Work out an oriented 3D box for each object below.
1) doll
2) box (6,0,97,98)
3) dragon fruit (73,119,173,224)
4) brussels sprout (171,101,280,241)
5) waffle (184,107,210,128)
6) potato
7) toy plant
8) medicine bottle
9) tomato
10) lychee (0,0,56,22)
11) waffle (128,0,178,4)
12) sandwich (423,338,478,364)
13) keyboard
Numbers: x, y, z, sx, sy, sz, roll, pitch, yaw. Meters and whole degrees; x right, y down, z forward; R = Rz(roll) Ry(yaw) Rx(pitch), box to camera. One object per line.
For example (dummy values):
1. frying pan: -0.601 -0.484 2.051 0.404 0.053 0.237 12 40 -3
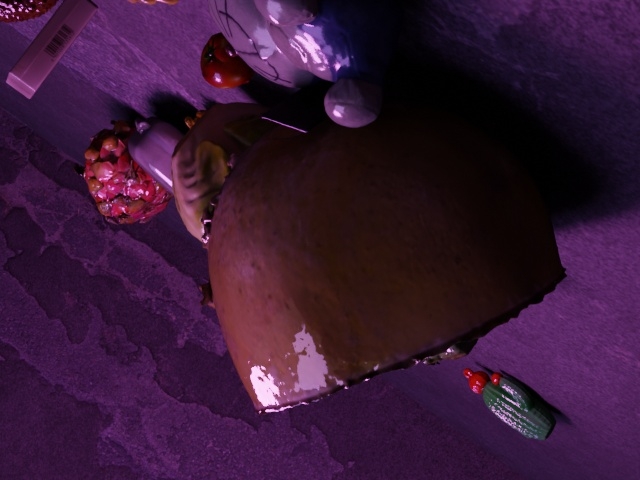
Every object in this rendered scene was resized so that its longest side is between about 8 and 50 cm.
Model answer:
1. doll: -0.027 -0.235 0.946 0.258 0.154 0.228 19 157 53
2. box: -0.509 -0.369 1.684 0.058 0.201 0.141 36 170 -19
3. dragon fruit: -0.490 -0.183 2.264 0.269 0.250 0.291 53 178 14
4. brussels sprout: -0.105 -0.094 1.457 0.294 0.259 0.227 37 174 -3
5. waffle: -0.169 -0.184 1.758 0.193 0.070 0.197 31 169 24
6. potato: 0.054 -0.015 1.108 0.442 0.385 0.319 -23 94 30
7. toy plant: 0.453 0.381 2.124 0.240 0.088 0.154 46 157 5
8. medicine bottle: -0.306 -0.162 1.984 0.282 0.123 0.375 39 177 -18
9. tomato: -0.136 -0.265 1.321 0.075 0.087 0.087 10 -174 -37
10. lychee: -0.494 -0.441 1.418 0.194 0.194 0.194 35 168 8
11. waffle: -0.265 -0.380 0.999 0.261 0.151 0.324 19 -174 -39
12. sandwich: 0.165 0.017 1.404 0.301 0.250 0.162 46 124 -4
13. keyboard: 0.011 -0.172 1.033 0.064 0.198 0.010 20 128 24
